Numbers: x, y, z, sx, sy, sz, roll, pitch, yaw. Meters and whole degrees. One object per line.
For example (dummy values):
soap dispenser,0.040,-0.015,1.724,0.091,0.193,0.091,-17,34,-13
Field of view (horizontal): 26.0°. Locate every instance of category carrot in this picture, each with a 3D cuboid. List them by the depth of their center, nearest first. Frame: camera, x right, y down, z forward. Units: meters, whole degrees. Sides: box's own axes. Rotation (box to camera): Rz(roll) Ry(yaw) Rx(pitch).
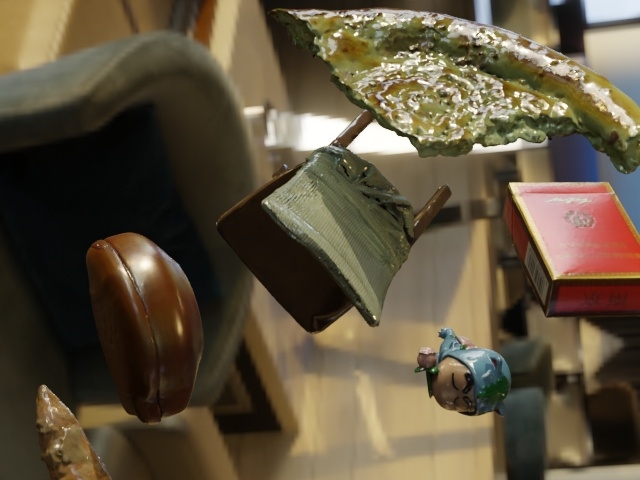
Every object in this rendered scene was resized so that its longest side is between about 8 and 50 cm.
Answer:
carrot,-0.359,0.334,2.037,0.263,0.102,0.102,65,12,0

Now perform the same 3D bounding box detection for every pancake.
pancake,0.124,-0.144,1.246,0.054,0.376,0.197,93,17,-44

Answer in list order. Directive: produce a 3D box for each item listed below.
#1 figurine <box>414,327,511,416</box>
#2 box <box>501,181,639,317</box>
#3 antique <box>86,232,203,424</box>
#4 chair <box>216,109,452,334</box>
figurine,0.198,0.198,2.061,0.178,0.144,0.114,-133,-133,-61
box,0.346,0.009,1.854,0.240,0.153,0.074,-104,-168,-55
antique,-0.257,0.125,2.040,0.223,0.129,0.278,-1,-76,65
chair,0.000,0.000,1.359,0.160,0.186,0.319,50,31,-8
